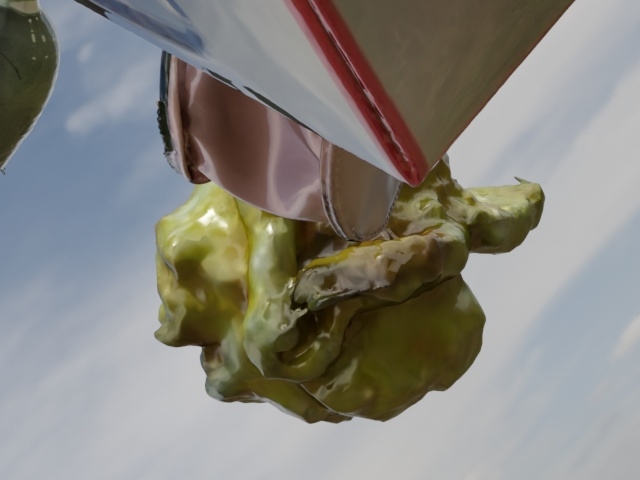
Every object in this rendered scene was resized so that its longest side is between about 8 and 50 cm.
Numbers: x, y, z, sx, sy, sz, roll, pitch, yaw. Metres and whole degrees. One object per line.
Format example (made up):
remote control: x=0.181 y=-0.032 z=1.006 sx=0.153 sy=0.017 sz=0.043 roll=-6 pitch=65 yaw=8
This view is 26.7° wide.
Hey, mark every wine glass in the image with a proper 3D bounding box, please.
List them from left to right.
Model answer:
wine glass: x=-0.278 y=-0.207 z=1.199 sx=0.143 sy=0.143 sz=0.321 roll=-21 pitch=-34 yaw=-53

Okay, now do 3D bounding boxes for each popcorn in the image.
popcorn: x=0.005 y=0.006 z=1.169 sx=0.321 sy=0.326 sz=0.290 roll=22 pitch=-64 yaw=-41

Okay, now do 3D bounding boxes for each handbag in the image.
handbag: x=-0.010 y=-0.098 z=0.728 sx=0.205 sy=0.116 sz=0.179 roll=-16 pitch=-62 yaw=-76

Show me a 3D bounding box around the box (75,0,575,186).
box: x=-0.027 y=-0.258 z=0.432 sx=0.312 sy=0.314 sz=0.300 roll=-49 pitch=-41 yaw=-10
